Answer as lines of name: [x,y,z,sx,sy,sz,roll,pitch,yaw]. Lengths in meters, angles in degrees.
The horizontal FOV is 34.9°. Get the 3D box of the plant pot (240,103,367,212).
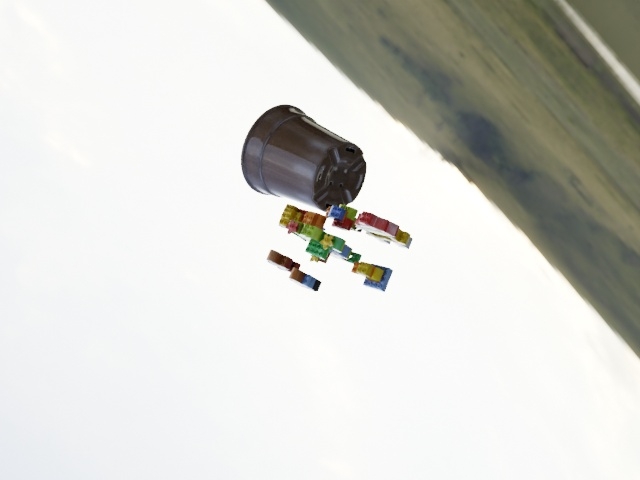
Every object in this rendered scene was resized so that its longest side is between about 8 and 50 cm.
plant pot: [-0.020,-0.130,1.734,0.165,0.167,0.167,28,180,40]

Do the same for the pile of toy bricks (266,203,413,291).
pile of toy bricks: [0.000,0.000,1.316,0.212,0.118,0.105,15,168,40]
